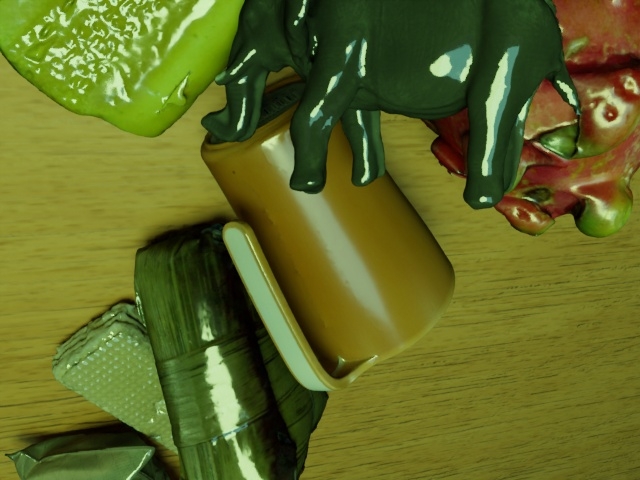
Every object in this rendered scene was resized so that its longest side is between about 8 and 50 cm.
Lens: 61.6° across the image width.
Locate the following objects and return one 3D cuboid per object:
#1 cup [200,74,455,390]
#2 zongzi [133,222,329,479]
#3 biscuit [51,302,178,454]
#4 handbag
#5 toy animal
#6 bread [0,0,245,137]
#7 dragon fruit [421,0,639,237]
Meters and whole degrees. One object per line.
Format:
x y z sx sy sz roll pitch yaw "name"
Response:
0.000 0.000 0.506 0.182 0.226 0.264 -11 124 33 "cup"
-0.072 0.121 0.632 0.138 0.300 0.286 -15 87 21 "zongzi"
-0.189 0.175 0.641 0.108 0.062 0.239 -35 125 6 "biscuit"
-0.249 0.335 0.690 0.182 0.117 0.271 -9 127 12 "handbag"
0.034 -0.105 0.353 0.244 0.114 0.146 2 107 7 "toy animal"
-0.073 -0.246 0.379 0.383 0.112 0.166 -43 122 14 "bread"
0.165 -0.159 0.439 0.307 0.227 0.243 33 120 -6 "dragon fruit"
